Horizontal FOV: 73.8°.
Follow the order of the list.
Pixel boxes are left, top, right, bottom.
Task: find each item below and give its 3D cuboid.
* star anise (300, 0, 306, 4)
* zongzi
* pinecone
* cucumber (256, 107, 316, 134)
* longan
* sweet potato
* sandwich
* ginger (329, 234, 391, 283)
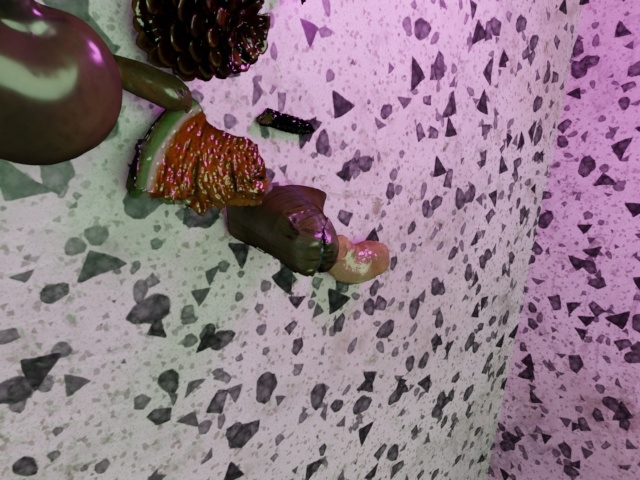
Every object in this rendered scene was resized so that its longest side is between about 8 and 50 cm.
[{"bbox_3d":[-0.033,-0.749,1.008,0.237,0.148,0.346,-8,120,-43],"label":"star anise"},{"bbox_3d":[-0.014,-0.049,1.108,0.360,0.323,0.160,-16,127,-43],"label":"zongzi"},{"bbox_3d":[-0.220,-0.433,0.849,0.246,0.292,0.246,-37,141,-38],"label":"pinecone"},{"bbox_3d":[-0.089,-0.315,1.147,0.181,0.053,0.053,3,100,-43],"label":"cucumber"},{"bbox_3d":[-0.478,-0.264,0.681,0.300,0.243,0.300,-21,150,-13],"label":"longan"},{"bbox_3d":[-0.387,-0.325,0.838,0.273,0.075,0.075,15,92,-23],"label":"sweet potato"},{"bbox_3d":[-0.255,-0.163,0.971,0.301,0.162,0.250,20,74,-12],"label":"sandwich"},{"bbox_3d":[0.123,0.063,1.375,0.267,0.138,0.152,2,95,-36],"label":"ginger"}]
